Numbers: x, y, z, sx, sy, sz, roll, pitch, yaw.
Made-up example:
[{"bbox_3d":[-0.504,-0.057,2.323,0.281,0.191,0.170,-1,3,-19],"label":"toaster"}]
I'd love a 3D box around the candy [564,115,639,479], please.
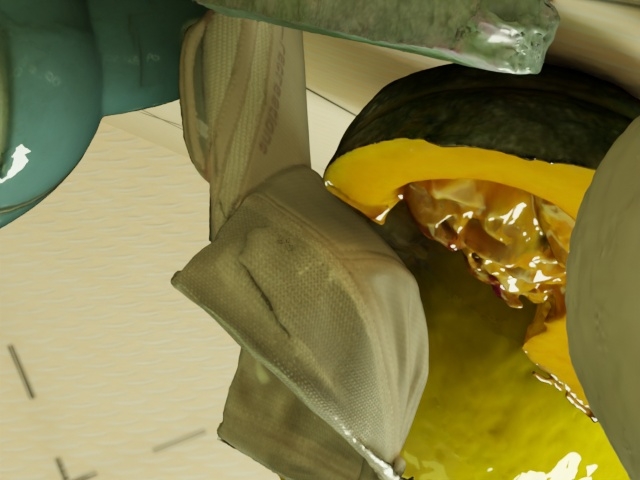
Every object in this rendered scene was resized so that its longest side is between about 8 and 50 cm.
[{"bbox_3d":[0.208,0.051,0.566,0.295,0.185,0.295,28,175,2],"label":"candy"}]

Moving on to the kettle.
[{"bbox_3d":[-0.214,-0.105,0.944,0.319,0.247,0.342,-16,-164,-38],"label":"kettle"}]

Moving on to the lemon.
[{"bbox_3d":[0.083,0.069,1.055,0.293,0.293,0.293,23,177,1],"label":"lemon"}]

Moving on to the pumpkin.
[{"bbox_3d":[0.142,-0.015,0.810,0.163,0.111,0.278,0,150,42],"label":"pumpkin"}]

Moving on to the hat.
[{"bbox_3d":[0.000,0.000,0.878,0.164,0.226,0.219,17,160,8],"label":"hat"}]

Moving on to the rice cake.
[{"bbox_3d":[0.013,-0.102,0.737,0.043,0.034,0.211,14,-177,-40],"label":"rice cake"}]
